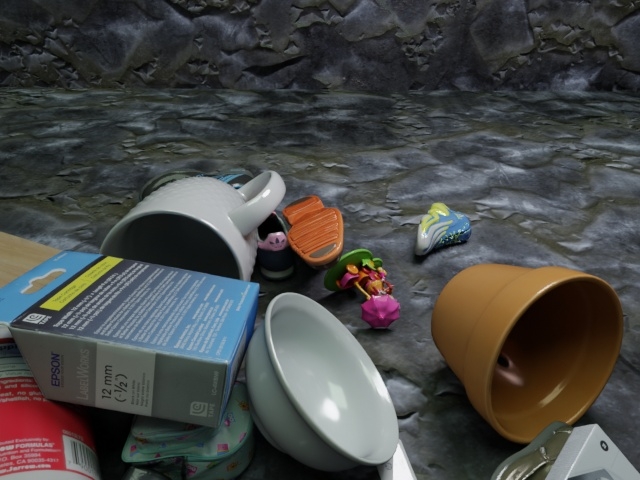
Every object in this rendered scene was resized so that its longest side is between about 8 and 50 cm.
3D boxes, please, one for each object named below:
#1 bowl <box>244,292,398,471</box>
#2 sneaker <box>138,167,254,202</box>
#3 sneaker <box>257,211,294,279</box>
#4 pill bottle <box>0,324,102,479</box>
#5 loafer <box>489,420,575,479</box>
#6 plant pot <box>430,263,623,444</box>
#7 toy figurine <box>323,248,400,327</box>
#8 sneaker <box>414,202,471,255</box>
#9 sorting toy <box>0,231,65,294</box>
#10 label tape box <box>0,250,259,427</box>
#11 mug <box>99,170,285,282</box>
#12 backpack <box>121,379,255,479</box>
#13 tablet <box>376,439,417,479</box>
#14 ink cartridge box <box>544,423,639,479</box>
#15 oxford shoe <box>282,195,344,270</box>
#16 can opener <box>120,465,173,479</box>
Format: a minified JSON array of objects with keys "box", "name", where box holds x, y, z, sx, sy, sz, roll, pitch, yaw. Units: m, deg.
[{"box":[-0.021,0.239,0.741,0.134,0.298,0.298,-40,32,17],"name":"bowl"},{"box":[-0.336,-0.134,1.327,0.340,0.125,0.140,-13,35,-20],"name":"sneaker"},{"box":[-0.135,-0.041,1.197,0.112,0.131,0.319,-12,37,-18],"name":"sneaker"},{"box":[-0.445,0.274,0.651,0.228,0.229,0.408,-17,38,-24],"name":"pill bottle"},{"box":[0.327,0.345,0.666,0.251,0.094,0.087,-26,7,-34],"name":"loafer"},{"box":[0.332,0.163,0.812,0.290,0.291,0.203,-14,22,-21],"name":"plant pot"},{"box":[0.117,0.119,1.022,0.173,0.130,0.159,2,40,-44],"name":"toy figurine"},{"box":[0.328,-0.028,1.226,0.126,0.091,0.240,16,37,19],"name":"sneaker"},{"box":[-0.600,0.107,0.918,0.257,0.089,0.255,24,23,-36],"name":"sorting toy"},{"box":[-0.285,0.130,0.706,0.347,0.115,0.249,9,19,-1],"name":"label tape box"},{"box":[-0.231,-0.022,0.995,0.374,0.276,0.328,-32,20,15],"name":"mug"},{"box":[-0.192,0.284,0.724,0.188,0.145,0.166,6,29,-7],"name":"backpack"},{"box":[0.116,0.357,0.740,0.054,0.006,0.083,-7,35,-11],"name":"tablet"},{"box":[0.366,0.389,0.579,0.224,0.045,0.223,-31,77,-36],"name":"ink cartridge box"},{"box":[0.000,0.000,1.081,0.129,0.133,0.364,-23,21,1],"name":"oxford shoe"},{"box":[-0.188,0.370,0.618,0.186,0.059,0.073,29,74,-3],"name":"can opener"}]
